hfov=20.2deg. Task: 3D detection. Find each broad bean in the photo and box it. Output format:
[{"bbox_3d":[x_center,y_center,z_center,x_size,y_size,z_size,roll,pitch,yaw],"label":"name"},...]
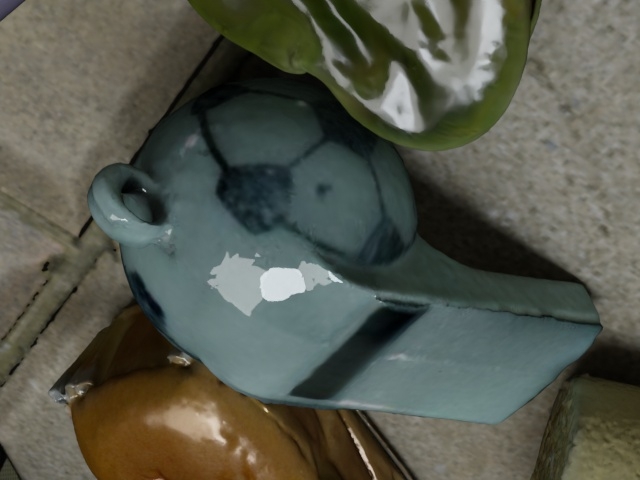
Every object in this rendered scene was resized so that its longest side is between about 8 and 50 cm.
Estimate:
[{"bbox_3d":[0.014,-0.131,0.814,0.153,0.072,0.207,-37,111,29],"label":"broad bean"}]

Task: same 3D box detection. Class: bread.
[{"bbox_3d":[-0.043,0.142,1.080,0.136,0.107,0.241,-17,124,31],"label":"bread"},{"bbox_3d":[0.187,0.155,0.980,0.141,0.134,0.148,15,148,2],"label":"bread"}]

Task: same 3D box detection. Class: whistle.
[{"bbox_3d":[0.000,0.000,0.918,0.290,0.163,0.163,11,151,-43],"label":"whistle"}]

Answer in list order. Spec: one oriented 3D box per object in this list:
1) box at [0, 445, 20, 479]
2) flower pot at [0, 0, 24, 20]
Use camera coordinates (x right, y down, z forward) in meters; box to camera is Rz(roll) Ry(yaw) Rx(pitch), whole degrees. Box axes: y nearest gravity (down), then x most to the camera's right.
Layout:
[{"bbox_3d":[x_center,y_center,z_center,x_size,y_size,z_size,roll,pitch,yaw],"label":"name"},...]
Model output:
[{"bbox_3d":[-0.368,0.236,1.233,0.310,0.198,0.084,-3,131,23],"label":"box"},{"bbox_3d":[-0.197,-0.184,0.740,0.243,0.265,0.265,-21,123,21],"label":"flower pot"}]
